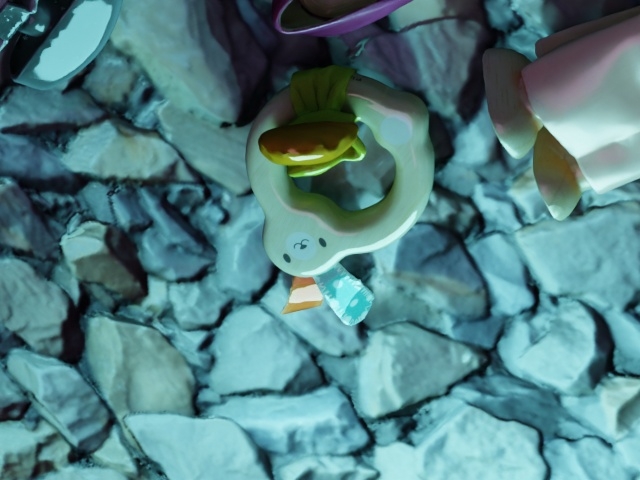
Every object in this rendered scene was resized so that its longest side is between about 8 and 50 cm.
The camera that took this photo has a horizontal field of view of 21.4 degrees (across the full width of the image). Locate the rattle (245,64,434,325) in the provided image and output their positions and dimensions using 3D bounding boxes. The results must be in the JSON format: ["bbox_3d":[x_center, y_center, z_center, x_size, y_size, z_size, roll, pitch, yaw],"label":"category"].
[{"bbox_3d":[0.000,0.000,1.086,0.130,0.143,0.200,13,119,-12],"label":"rattle"}]

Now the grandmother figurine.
[{"bbox_3d":[0.264,-0.124,0.950,0.342,0.104,0.208,-20,139,24],"label":"grandmother figurine"}]

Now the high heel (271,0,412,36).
[{"bbox_3d":[0.080,-0.186,0.954,0.244,0.117,0.082,-18,113,27],"label":"high heel"}]

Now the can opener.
[{"bbox_3d":[-0.131,-0.208,1.051,0.093,0.074,0.280,17,134,-35],"label":"can opener"}]
